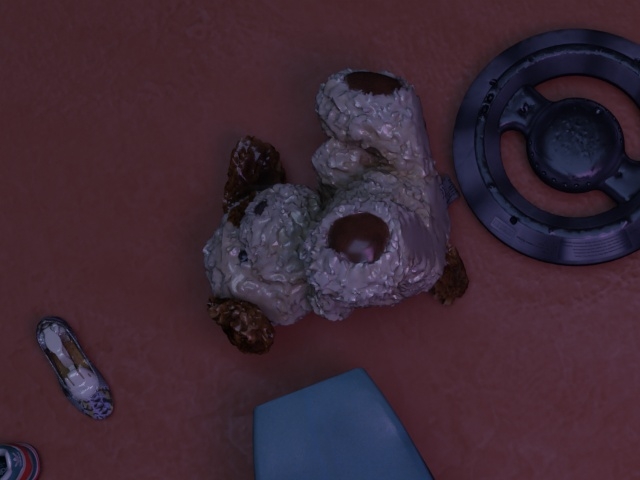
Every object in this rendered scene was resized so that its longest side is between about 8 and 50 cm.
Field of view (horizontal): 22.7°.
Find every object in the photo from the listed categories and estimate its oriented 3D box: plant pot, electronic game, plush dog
[{"bbox_3d":[0.032,0.245,1.396,0.166,0.165,0.234,-22,68,3],"label":"plant pot"},{"bbox_3d":[0.238,-0.088,1.491,0.229,0.048,0.229,-2,77,7],"label":"electronic game"},{"bbox_3d":[0.000,0.000,1.461,0.225,0.210,0.262,-11,48,19],"label":"plush dog"}]

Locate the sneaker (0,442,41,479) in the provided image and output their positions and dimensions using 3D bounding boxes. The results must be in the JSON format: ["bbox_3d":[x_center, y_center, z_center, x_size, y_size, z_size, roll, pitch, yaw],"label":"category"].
[{"bbox_3d":[-0.346,0.225,1.488,0.161,0.075,0.057,-18,76,3],"label":"sneaker"}]

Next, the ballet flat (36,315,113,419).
[{"bbox_3d":[-0.237,0.121,1.515,0.041,0.041,0.114,-34,76,0],"label":"ballet flat"}]
